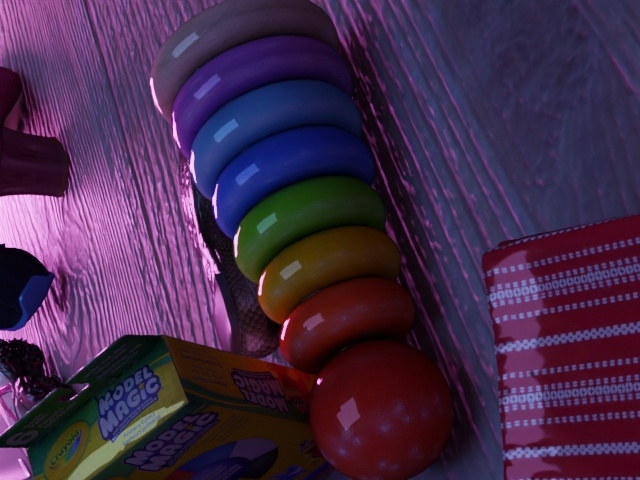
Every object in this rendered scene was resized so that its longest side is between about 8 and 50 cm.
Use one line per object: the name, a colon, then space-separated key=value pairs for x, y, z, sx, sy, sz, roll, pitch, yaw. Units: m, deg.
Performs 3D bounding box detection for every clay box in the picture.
clay box: x=-0.082 y=0.127 z=0.701 sx=0.127 sy=0.222 sz=0.053 roll=-40 pitch=58 yaw=21

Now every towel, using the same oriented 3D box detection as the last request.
towel: x=0.159 y=0.121 z=0.548 sx=0.199 sy=0.031 sz=0.274 roll=-14 pitch=75 yaw=54

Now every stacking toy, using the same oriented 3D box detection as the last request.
stacking toy: x=0.000 y=0.000 z=0.723 sx=0.141 sy=0.141 sz=0.330 roll=-48 pitch=56 yaw=42

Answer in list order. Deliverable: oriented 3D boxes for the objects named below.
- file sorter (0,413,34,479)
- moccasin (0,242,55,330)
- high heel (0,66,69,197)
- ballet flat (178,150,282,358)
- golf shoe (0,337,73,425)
file sorter: x=-0.430 y=0.298 z=1.228 sx=0.278 sy=0.193 sz=0.173 roll=35 pitch=138 yaw=52
moccasin: x=-0.434 y=0.042 z=1.325 sx=0.342 sy=0.117 sz=0.137 roll=-17 pitch=43 yaw=48
high heel: x=-0.446 y=-0.146 z=1.329 sx=0.377 sy=0.181 sz=0.127 roll=31 pitch=112 yaw=53
ballet flat: x=-0.072 y=-0.009 z=0.889 sx=0.084 sy=0.058 sz=0.249 roll=98 pitch=159 yaw=-46
golf shoe: x=-0.339 y=0.172 z=1.238 sx=0.186 sy=0.068 sz=0.085 roll=36 pitch=117 yaw=51
